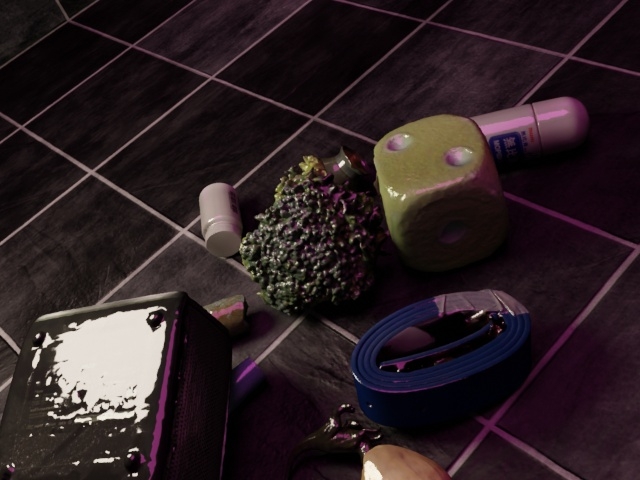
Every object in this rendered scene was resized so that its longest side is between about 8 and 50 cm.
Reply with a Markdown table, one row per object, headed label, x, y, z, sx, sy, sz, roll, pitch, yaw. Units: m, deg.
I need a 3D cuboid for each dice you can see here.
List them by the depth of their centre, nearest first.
| label | x | y | z | sx | sy | sz | roll | pitch | yaw |
| --- | --- | --- | --- | --- | --- | --- | --- | --- | --- |
| dice | 0.254 | -0.101 | 1.734 | 0.254 | 0.252 | 0.250 | -17 | 42 | 4 |

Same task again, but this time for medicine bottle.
| label | x | y | z | sx | sy | sz | roll | pitch | yaw |
| --- | --- | --- | --- | --- | --- | --- | --- | --- | --- |
| medicine bottle | 0.456 | -0.247 | 1.887 | 0.340 | 0.130 | 0.130 | -12 | 44 | 12 |
| medicine bottle | -0.249 | -0.052 | 2.016 | 0.102 | 0.103 | 0.187 | -19 | 43 | 4 |

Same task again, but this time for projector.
| label | x | y | z | sx | sy | sz | roll | pitch | yaw |
| --- | --- | --- | --- | --- | --- | --- | --- | --- | --- |
| projector | -0.392 | 0.336 | 1.535 | 0.394 | 0.242 | 0.405 | -10 | 55 | 20 |

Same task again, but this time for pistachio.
| label | x | y | z | sx | sy | sz | roll | pitch | yaw |
| --- | --- | --- | --- | --- | --- | --- | --- | --- | --- |
| pistachio | 0.151 | 0.432 | 1.355 | 0.145 | 0.117 | 0.200 | -23 | 36 | -23 |

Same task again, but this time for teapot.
| label | x | y | z | sx | sy | sz | roll | pitch | yaw |
| --- | --- | --- | --- | --- | --- | --- | --- | --- | --- |
| teapot | 0.055 | -0.169 | 1.989 | 0.119 | 0.130 | 0.166 | -43 | 5 | 23 |

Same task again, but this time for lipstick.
| label | x | y | z | sx | sy | sz | roll | pitch | yaw |
| --- | --- | --- | --- | --- | --- | --- | --- | --- | --- |
| lipstick | -0.231 | 0.349 | 1.640 | 0.274 | 0.061 | 0.068 | -41 | 66 | -10 |

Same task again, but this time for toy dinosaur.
| label | x | y | z | sx | sy | sz | roll | pitch | yaw |
| --- | --- | --- | --- | --- | --- | --- | --- | --- | --- |
| toy dinosaur | 0.029 | 0.395 | 1.464 | 0.187 | 0.087 | 0.179 | 18 | 55 | 37 |

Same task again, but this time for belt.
| label | x | y | z | sx | sy | sz | roll | pitch | yaw |
| --- | --- | --- | --- | --- | --- | --- | --- | --- | --- |
| belt | 0.226 | 0.218 | 1.505 | 0.346 | 0.117 | 0.212 | -20 | 40 | -7 |

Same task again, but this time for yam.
| label | x | y | z | sx | sy | sz | roll | pitch | yaw |
| --- | --- | --- | --- | --- | --- | --- | --- | --- | --- |
| yam | -0.275 | 0.202 | 1.786 | 0.259 | 0.093 | 0.093 | -21 | 43 | 1 |

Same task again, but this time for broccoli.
| label | x | y | z | sx | sy | sz | roll | pitch | yaw |
| --- | --- | --- | --- | --- | --- | --- | --- | --- | --- |
| broccoli | 0.000 | 0.011 | 1.775 | 0.293 | 0.348 | 0.281 | 35 | 23 | 2 |
